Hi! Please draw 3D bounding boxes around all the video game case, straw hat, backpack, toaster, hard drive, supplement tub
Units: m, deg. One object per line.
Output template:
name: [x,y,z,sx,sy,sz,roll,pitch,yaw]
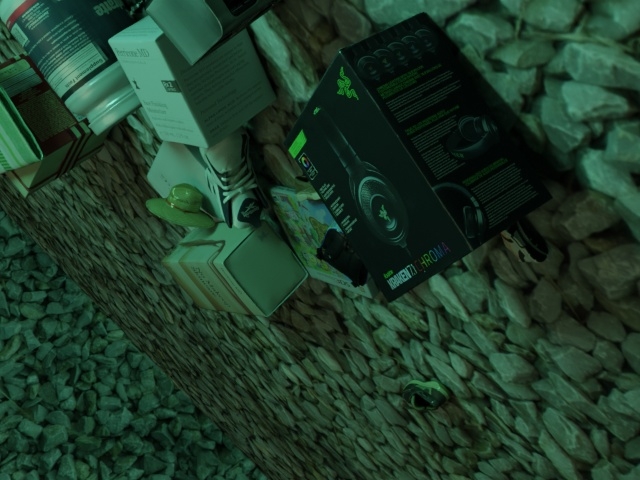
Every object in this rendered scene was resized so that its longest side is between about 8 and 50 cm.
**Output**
video game case: [0.000,0.000,1.433,0.193,0.023,0.212,16,140,48]
straw hat: [-0.273,-0.082,1.601,0.144,0.144,0.061,33,112,29]
backpack: [0.058,0.004,1.273,0.105,0.084,0.114,37,155,11]
toaster: [-0.125,-0.323,1.011,0.110,0.168,0.185,53,154,-12]
hard drive: [-0.268,-0.115,1.677,0.203,0.040,0.307,50,154,-3]
supplement tub: [-0.410,-0.345,1.406,0.272,0.191,0.191,55,154,-14]

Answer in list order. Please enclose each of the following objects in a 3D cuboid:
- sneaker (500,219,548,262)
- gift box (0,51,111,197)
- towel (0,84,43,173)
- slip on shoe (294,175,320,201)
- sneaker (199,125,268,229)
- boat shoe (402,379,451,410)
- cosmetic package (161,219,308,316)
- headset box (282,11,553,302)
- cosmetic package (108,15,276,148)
sneaker: [0.241,-0.012,1.014,0.109,0.040,0.043,53,156,-8]
gift box: [-0.632,-0.289,1.787,0.276,0.255,0.258,55,145,0]
towel: [-0.718,-0.254,1.670,0.324,0.038,0.248,-7,117,46]
slip on shoe: [-0.001,-0.092,1.285,0.135,0.051,0.041,-3,107,63]
sneaker: [-0.142,-0.098,1.402,0.153,0.094,0.235,58,157,12]
boat shoe: [0.191,0.299,1.517,0.056,0.049,0.152,49,155,-2]
cosmetic package: [-0.180,0.055,1.603,0.153,0.129,0.296,53,153,-19]
headset box: [0.098,-0.098,0.975,0.283,0.131,0.246,57,156,5]
cosmetic package: [-0.195,-0.263,1.223,0.151,0.151,0.184,15,139,48]
